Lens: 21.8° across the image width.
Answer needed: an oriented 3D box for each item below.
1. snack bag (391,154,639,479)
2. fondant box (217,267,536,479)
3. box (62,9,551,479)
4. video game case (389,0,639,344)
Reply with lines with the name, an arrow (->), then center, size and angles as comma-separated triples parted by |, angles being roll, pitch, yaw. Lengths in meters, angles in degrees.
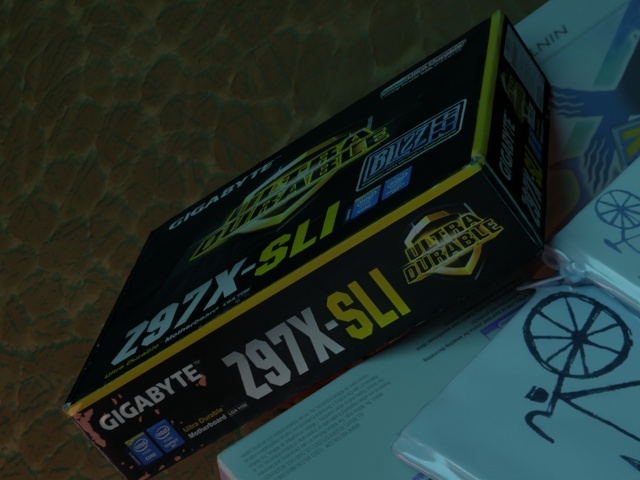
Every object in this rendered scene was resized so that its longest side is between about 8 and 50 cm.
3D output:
snack bag -> 0.250, 0.083, 0.926 | 0.323, 0.037, 0.342 | 33, 61, 29
fondant box -> 0.133, 0.187, 0.939 | 0.238, 0.096, 0.330 | -31, 51, -23
box -> 0.000, 0.000, 1.098 | 0.322, 0.079, 0.257 | -31, 20, 22
video game case -> 0.170, -0.004, 1.140 | 0.300, 0.036, 0.329 | -35, 57, 19
